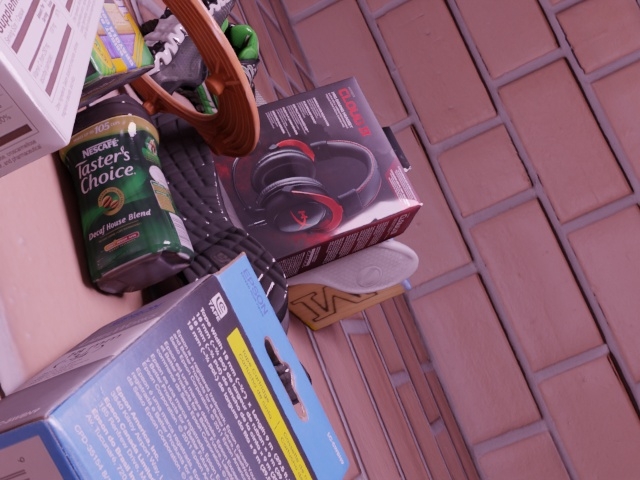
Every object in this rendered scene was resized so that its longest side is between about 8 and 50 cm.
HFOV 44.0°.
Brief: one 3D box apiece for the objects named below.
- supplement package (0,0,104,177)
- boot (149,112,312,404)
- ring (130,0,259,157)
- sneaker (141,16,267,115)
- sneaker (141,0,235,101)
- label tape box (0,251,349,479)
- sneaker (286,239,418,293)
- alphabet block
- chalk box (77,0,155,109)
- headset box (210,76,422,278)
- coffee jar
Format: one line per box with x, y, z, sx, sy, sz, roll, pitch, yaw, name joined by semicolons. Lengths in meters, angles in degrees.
-0.244;-0.131;0.424;0.262;0.203;0.145;-100;163;-51;supplement package
-0.131;0.028;0.912;0.338;0.118;0.223;58;-12;32;boot
-0.196;-0.219;0.877;0.336;0.032;0.337;39;-19;16;ring
-0.149;-0.270;1.327;0.343;0.146;0.134;45;23;-64;sneaker
-0.192;-0.273;1.132;0.234;0.078;0.106;-55;144;-34;sneaker
-0.102;0.175;0.612;0.241;0.105;0.334;65;18;-8;label tape box
0.000;0.000;1.209;0.147;0.295;0.105;-112;-151;-51;sneaker
0.021;0.017;1.385;0.193;0.197;0.193;49;19;-56;alphabet block
-0.251;-0.173;0.672;0.132;0.132;0.213;64;10;-11;chalk box
-0.018;-0.082;1.091;0.218;0.293;0.110;65;-19;16;headset box
-0.194;-0.048;0.773;0.185;0.096;0.079;69;11;21;coffee jar
